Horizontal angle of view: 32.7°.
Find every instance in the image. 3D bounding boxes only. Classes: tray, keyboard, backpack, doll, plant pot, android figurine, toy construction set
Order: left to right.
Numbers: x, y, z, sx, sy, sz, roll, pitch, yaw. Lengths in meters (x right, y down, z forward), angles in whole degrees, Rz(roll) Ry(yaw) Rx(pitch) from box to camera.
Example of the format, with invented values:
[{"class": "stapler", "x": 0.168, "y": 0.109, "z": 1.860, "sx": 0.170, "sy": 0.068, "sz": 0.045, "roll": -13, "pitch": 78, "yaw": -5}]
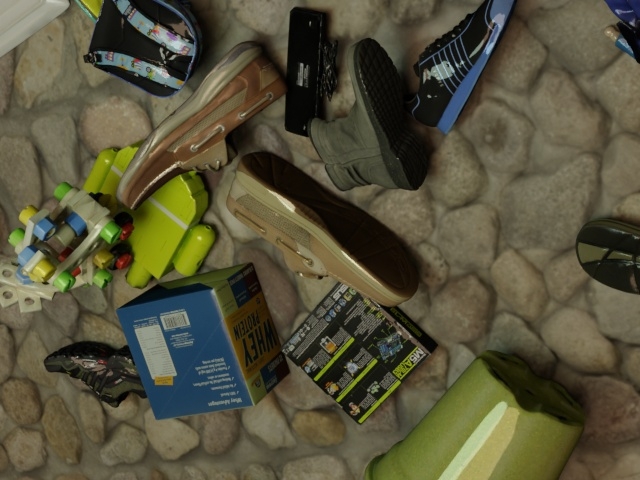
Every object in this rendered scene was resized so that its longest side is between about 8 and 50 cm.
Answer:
[{"class": "tray", "x": -0.549, "y": -0.390, "z": 1.827, "sx": 0.270, "sy": 0.030, "sz": 0.145, "roll": -26, "pitch": 94, "yaw": 29}, {"class": "toy construction set", "x": -0.403, "y": 0.027, "z": 1.717, "sx": 0.151, "sy": 0.215, "sz": 0.328, "roll": 46, "pitch": 150, "yaw": -3}, {"class": "android figurine", "x": -0.284, "y": -0.053, "z": 1.804, "sx": 0.248, "sy": 0.056, "sz": 0.273, "roll": 37, "pitch": 121, "yaw": 10}, {"class": "backpack", "x": -0.252, "y": -0.308, "z": 1.668, "sx": 0.173, "sy": 0.117, "sz": 0.158, "roll": 29, "pitch": 117, "yaw": 14}, {"class": "keyboard", "x": -0.008, "y": -0.247, "z": 1.633, "sx": 0.100, "sy": 0.038, "sz": 0.192, "roll": 24, "pitch": 120, "yaw": 42}, {"class": "plant pot", "x": 0.245, "y": 0.311, "z": 1.590, "sx": 0.276, "sy": 0.276, "sz": 0.254, "roll": 34, "pitch": 106, "yaw": 11}, {"class": "doll", "x": 0.408, "y": -0.272, "z": 1.394, "sx": 0.189, "sy": 0.046, "sz": 0.129, "roll": 51, "pitch": 158, "yaw": -23}]

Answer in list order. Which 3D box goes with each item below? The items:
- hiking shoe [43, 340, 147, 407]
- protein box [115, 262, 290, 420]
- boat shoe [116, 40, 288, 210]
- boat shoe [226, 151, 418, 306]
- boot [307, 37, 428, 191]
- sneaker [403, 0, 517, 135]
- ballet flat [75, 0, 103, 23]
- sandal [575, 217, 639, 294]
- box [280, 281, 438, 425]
[{"class": "hiking shoe", "x": -0.392, "y": 0.245, "z": 1.939, "sx": 0.227, "sy": 0.086, "sz": 0.114, "roll": 1, "pitch": 104, "yaw": 24}, {"class": "protein box", "x": -0.191, "y": 0.167, "z": 1.791, "sx": 0.200, "sy": 0.136, "sz": 0.201, "roll": -13, "pitch": 101, "yaw": 27}, {"class": "boat shoe", "x": -0.180, "y": -0.155, "z": 1.657, "sx": 0.116, "sy": 0.123, "sz": 0.324, "roll": 44, "pitch": 103, "yaw": -6}, {"class": "boat shoe", "x": 0.000, "y": 0.000, "z": 1.665, "sx": 0.341, "sy": 0.122, "sz": 0.110, "roll": 39, "pitch": 124, "yaw": 20}, {"class": "boot", "x": 0.043, "y": -0.167, "z": 1.557, "sx": 0.161, "sy": 0.083, "sz": 0.246, "roll": 3, "pitch": 129, "yaw": 36}, {"class": "sneaker", "x": 0.187, "y": -0.258, "z": 1.503, "sx": 0.090, "sy": 0.081, "sz": 0.232, "roll": 29, "pitch": 118, "yaw": 5}, {"class": "ballet flat", "x": -0.391, "y": -0.434, "z": 1.720, "sx": 0.077, "sy": 0.077, "sz": 0.231, "roll": -45, "pitch": 84, "yaw": 4}, {"class": "sandal", "x": 0.493, "y": 0.042, "z": 1.471, "sx": 0.303, "sy": 0.086, "sz": 0.120, "roll": 30, "pitch": 124, "yaw": 29}, {"class": "box", "x": 0.058, "y": 0.169, "z": 1.732, "sx": 0.184, "sy": 0.045, "sz": 0.190, "roll": 41, "pitch": 118, "yaw": 4}]
